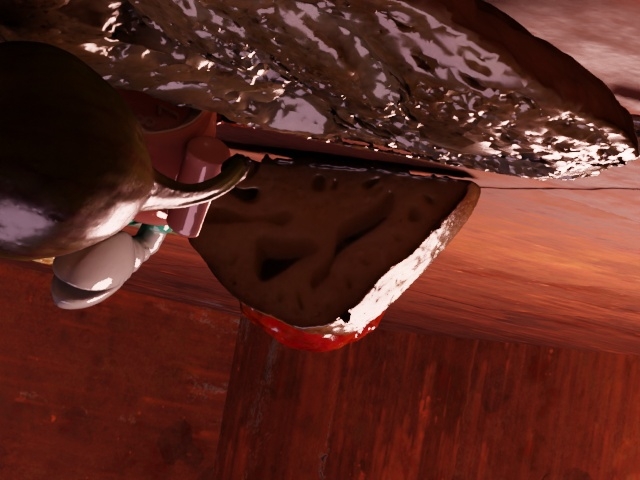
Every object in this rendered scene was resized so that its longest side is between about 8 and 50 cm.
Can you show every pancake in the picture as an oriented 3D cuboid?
[{"bbox_3d":[-0.004,-0.107,1.102,0.386,0.082,0.387,16,175,1],"label":"pancake"}]

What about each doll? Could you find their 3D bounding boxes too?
[{"bbox_3d":[-0.223,-0.022,1.928,0.258,0.153,0.195,19,-162,-33],"label":"doll"}]

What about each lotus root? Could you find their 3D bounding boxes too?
[{"bbox_3d":[0.000,0.000,1.798,0.260,0.170,0.074,13,172,19],"label":"lotus root"}]

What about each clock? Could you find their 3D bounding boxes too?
[{"bbox_3d":[-0.147,-0.078,1.296,0.162,0.093,0.166,15,-143,-13],"label":"clock"}]

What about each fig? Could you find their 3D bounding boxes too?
[{"bbox_3d":[-0.124,-0.040,1.145,0.124,0.124,0.236,4,175,44],"label":"fig"}]

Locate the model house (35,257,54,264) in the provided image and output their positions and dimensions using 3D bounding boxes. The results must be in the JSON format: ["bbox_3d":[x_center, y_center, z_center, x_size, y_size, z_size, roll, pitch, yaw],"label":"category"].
[{"bbox_3d":[-0.360,-0.026,2.398,0.087,0.100,0.100,11,175,-14],"label":"model house"}]

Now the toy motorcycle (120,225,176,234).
[{"bbox_3d":[-0.187,-0.039,2.161,0.106,0.074,0.190,-5,166,32],"label":"toy motorcycle"}]

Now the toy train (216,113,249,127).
[{"bbox_3d":[-0.128,-0.111,1.443,0.249,0.053,0.085,6,-179,29],"label":"toy train"}]

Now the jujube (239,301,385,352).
[{"bbox_3d":[-0.009,0.037,2.100,0.174,0.174,0.250,10,171,2],"label":"jujube"}]

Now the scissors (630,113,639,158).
[{"bbox_3d":[0.309,-0.055,1.334,0.242,0.031,0.118,9,173,-12],"label":"scissors"}]
